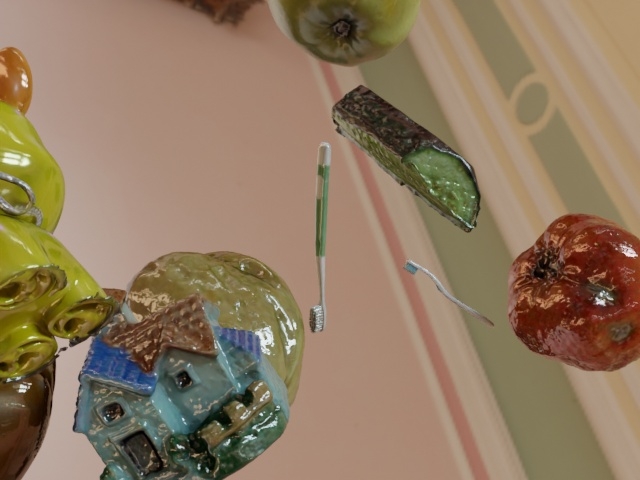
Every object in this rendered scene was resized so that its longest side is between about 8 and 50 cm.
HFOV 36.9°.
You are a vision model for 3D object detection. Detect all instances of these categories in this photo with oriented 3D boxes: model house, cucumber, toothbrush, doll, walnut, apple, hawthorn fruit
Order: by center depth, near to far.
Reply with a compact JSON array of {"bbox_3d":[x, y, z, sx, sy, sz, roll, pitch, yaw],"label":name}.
[{"bbox_3d":[-0.214,-0.023,0.582,0.143,0.135,0.221,-34,-118,4],"label":"doll"},{"bbox_3d":[-0.118,0.097,0.687,0.148,0.148,0.119,-28,-166,8],"label":"model house"},{"bbox_3d":[0.052,-0.084,0.760,0.046,0.070,0.220,-49,-142,3],"label":"cucumber"},{"bbox_3d":[0.000,0.000,1.237,0.018,0.024,0.257,18,-67,41],"label":"toothbrush"},{"bbox_3d":[0.173,0.071,1.267,0.017,0.162,0.014,-54,-160,6],"label":"toothbrush"},{"bbox_3d":[0.375,0.091,1.273,0.207,0.243,0.207,-42,-155,25],"label":"hawthorn fruit"},{"bbox_3d":[-0.144,0.141,1.279,0.283,0.227,0.283,-9,-111,23],"label":"walnut"},{"bbox_3d":[0.035,-0.424,1.592,0.279,0.279,0.279,-23,-119,51],"label":"apple"}]

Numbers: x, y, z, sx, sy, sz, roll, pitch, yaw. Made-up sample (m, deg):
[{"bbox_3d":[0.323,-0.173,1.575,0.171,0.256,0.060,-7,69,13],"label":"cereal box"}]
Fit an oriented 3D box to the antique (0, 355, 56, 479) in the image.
[{"bbox_3d":[-0.338,0.116,0.707,0.129,0.278,0.223,-118,-149,-67],"label":"antique"}]
